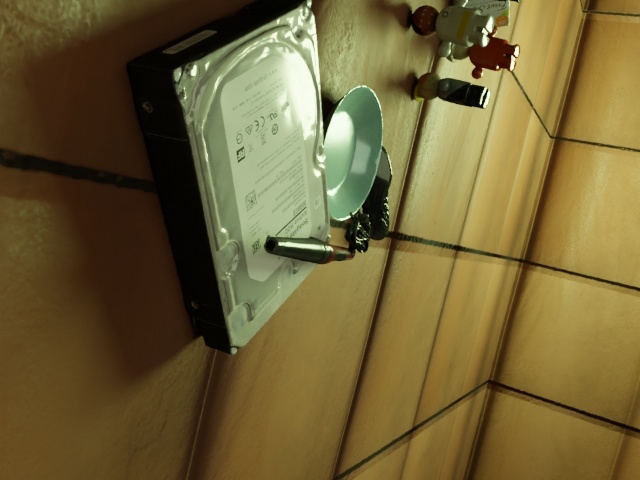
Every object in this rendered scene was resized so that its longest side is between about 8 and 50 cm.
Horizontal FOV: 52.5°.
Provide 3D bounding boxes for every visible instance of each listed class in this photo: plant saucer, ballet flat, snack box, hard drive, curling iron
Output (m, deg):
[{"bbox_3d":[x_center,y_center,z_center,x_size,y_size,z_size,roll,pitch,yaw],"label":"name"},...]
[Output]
[{"bbox_3d":[0.033,-0.126,0.933,0.195,0.038,0.194,-39,136,-51],"label":"plant saucer"},{"bbox_3d":[0.086,-0.080,1.070,0.058,0.049,0.173,-10,119,-15],"label":"ballet flat"},{"bbox_3d":[0.299,-0.462,1.207,0.141,0.100,0.037,71,18,-50],"label":"snack box"},{"bbox_3d":[-0.075,-0.070,0.723,0.237,0.064,0.338,-46,143,-44],"label":"hard drive"},{"bbox_3d":[0.000,0.000,0.795,0.274,0.035,0.068,-6,106,-64],"label":"curling iron"}]

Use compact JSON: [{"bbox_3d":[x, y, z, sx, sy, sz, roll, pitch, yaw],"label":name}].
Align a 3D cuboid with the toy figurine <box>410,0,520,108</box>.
[{"bbox_3d":[0.249,-0.354,1.133,0.209,0.148,0.213,-52,149,-28],"label":"toy figurine"}]
